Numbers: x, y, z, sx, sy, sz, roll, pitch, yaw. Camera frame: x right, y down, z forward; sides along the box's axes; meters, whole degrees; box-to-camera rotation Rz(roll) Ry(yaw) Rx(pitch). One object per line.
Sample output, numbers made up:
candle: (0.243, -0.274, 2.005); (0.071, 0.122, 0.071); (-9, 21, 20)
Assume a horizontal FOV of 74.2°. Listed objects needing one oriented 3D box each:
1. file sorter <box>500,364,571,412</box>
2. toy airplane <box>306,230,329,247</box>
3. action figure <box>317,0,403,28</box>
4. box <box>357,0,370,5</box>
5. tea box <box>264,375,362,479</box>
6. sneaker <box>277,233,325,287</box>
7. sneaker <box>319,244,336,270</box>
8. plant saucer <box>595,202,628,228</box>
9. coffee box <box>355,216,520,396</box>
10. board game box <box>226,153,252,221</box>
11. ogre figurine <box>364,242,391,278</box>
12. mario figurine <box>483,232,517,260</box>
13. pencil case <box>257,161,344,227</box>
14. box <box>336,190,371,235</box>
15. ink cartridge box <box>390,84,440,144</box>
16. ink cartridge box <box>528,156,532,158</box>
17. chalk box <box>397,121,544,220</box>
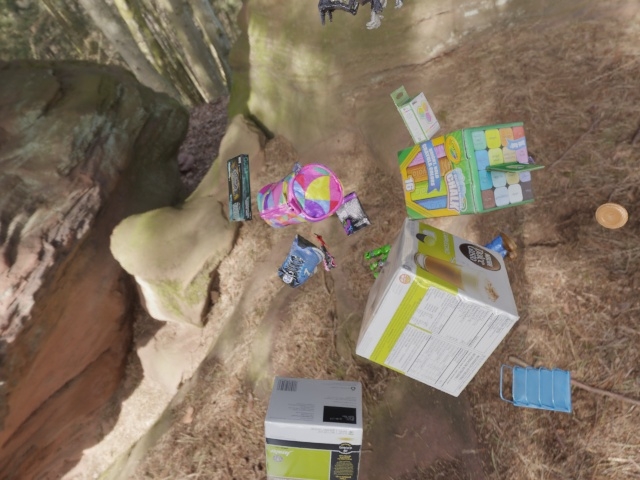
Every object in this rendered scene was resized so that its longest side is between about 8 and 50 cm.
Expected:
file sorter: (0.657, 0.448, 1.301); (0.170, 0.105, 0.118); (-16, 56, 49)
toy airplane: (0.000, 0.000, 1.986); (0.028, 0.151, 0.151); (-48, 48, 10)
action figure: (0.142, -0.666, 1.183); (0.276, 0.140, 0.164); (-3, 23, 21)
box: (0.049, -0.592, 0.742); (0.143, 0.270, 0.165); (11, 71, 62)
tea box: (-0.020, 0.696, 1.541); (0.329, 0.323, 0.220); (4, 26, 2)
sneaker: (-0.078, 0.097, 1.584); (0.130, 0.330, 0.147); (34, 65, 13)
sneaker: (0.037, 0.073, 1.879); (0.057, 0.119, 0.047); (-17, 8, 32)
plant saucer: (0.880, -0.074, 1.281); (0.013, 0.083, 0.083); (-31, 44, -33)
coffee box: (0.340, 0.188, 1.288); (0.335, 0.338, 0.337); (22, 31, 3)
board game box: (-0.236, -0.148, 1.227); (0.126, 0.026, 0.186); (3, 96, 60)
ogre figurine: (0.260, 0.096, 1.680); (0.118, 0.097, 0.197); (-41, 30, 18)
mario figurine: (0.564, 0.117, 1.539); (0.321, 0.198, 0.170); (-31, 21, 10)
pencil case: (-0.047, -0.075, 0.769); (0.104, 0.104, 0.236); (-49, 14, -15)
box: (0.132, -0.114, 1.813); (0.116, 0.029, 0.162); (-27, 88, 20)
ink cartridge box: (0.351, -0.473, 1.557); (0.062, 0.209, 0.109); (-14, 23, 48)
ink cartridge box: (0.614, -0.269, 1.568); (0.311, 0.186, 0.065); (1, 92, 30)
chalk box: (0.337, -0.152, 0.937); (0.180, 0.179, 0.289); (-12, 4, -27)
